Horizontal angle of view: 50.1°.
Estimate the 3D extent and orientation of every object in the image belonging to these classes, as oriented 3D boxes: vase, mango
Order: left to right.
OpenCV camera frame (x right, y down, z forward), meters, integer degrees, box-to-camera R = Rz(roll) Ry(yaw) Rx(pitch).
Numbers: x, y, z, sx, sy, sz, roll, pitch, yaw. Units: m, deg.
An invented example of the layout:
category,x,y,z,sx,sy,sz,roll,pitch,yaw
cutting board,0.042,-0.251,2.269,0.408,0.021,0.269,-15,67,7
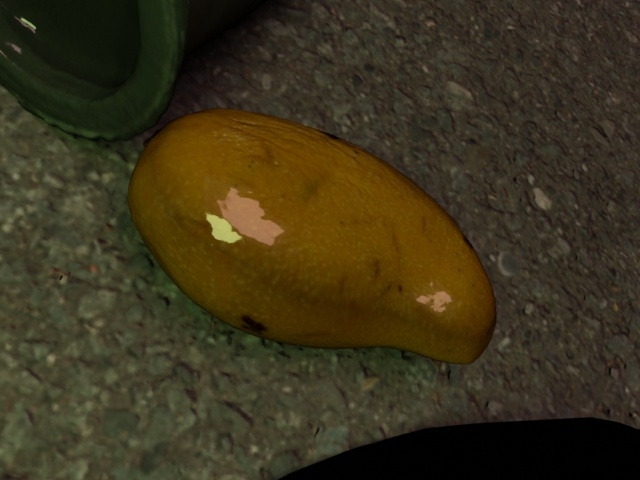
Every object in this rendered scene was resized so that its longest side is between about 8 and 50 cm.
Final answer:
category,x,y,z,sx,sy,sz,roll,pitch,yaw
vase,-0.118,-0.246,0.531,0.245,0.245,0.291,44,48,-3
mango,-0.004,0.002,0.528,0.294,0.120,0.177,26,51,-16

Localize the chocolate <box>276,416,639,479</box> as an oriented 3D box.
category,x,y,z,sx,sy,sz,roll,pitch,yaw
chocolate,0.089,0.234,0.407,0.283,0.283,0.186,-11,90,-30
